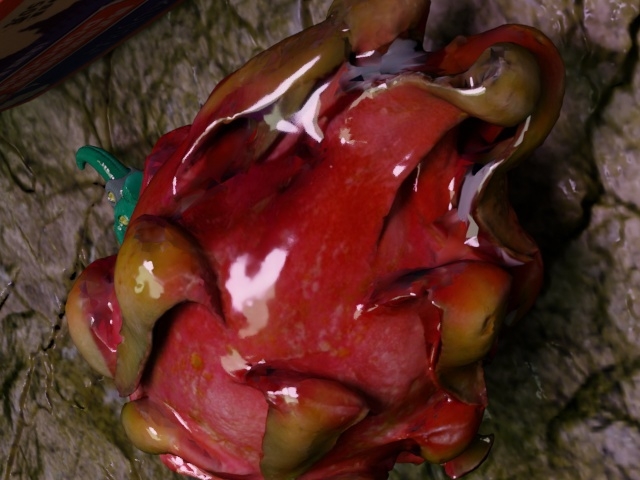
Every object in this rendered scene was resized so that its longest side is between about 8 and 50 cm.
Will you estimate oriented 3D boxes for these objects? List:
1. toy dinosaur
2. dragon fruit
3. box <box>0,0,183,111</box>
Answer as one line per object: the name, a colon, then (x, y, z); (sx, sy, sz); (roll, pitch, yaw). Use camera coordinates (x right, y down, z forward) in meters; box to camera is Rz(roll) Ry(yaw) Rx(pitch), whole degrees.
toy dinosaur: (-0.113, -0.014, 1.023); (0.132, 0.059, 0.096); (47, 141, 4)
dragon fruit: (0.007, 0.007, 0.822); (0.307, 0.243, 0.227); (-33, 58, 10)
box: (-0.227, -0.242, 0.868); (0.348, 0.257, 0.318); (-25, 94, 46)
